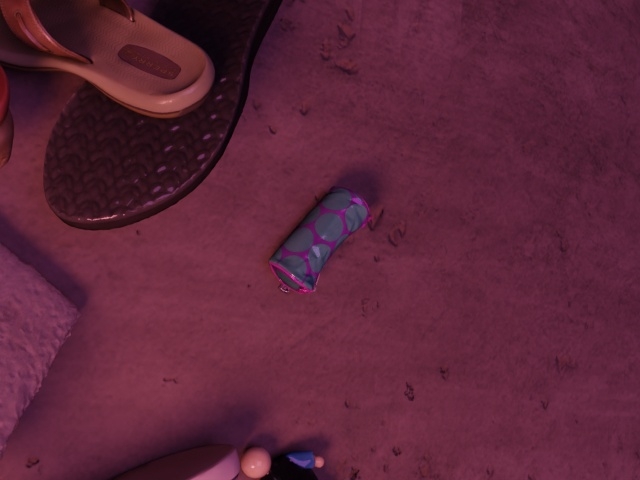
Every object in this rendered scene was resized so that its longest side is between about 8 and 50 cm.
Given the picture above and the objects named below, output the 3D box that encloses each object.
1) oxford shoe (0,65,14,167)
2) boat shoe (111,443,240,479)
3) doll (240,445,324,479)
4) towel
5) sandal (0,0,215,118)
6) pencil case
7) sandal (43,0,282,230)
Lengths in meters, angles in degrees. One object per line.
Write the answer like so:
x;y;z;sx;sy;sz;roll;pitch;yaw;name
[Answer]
-0.451;-0.095;0.640;0.348;0.130;0.123;2;59;-13;oxford shoe
-0.202;0.342;0.736;0.340;0.127;0.158;-21;97;-44;boat shoe
-0.032;0.326;0.912;0.129;0.046;0.189;-48;111;-26;doll
-0.333;0.094;0.654;0.187;0.049;0.282;48;24;-21;towel
-0.244;-0.220;0.733;0.302;0.086;0.120;20;68;7;sandal
0.000;0.000;0.944;0.070;0.064;0.152;42;66;-5;pencil case
-0.143;-0.180;0.827;0.167;0.107;0.446;19;63;10;sandal
